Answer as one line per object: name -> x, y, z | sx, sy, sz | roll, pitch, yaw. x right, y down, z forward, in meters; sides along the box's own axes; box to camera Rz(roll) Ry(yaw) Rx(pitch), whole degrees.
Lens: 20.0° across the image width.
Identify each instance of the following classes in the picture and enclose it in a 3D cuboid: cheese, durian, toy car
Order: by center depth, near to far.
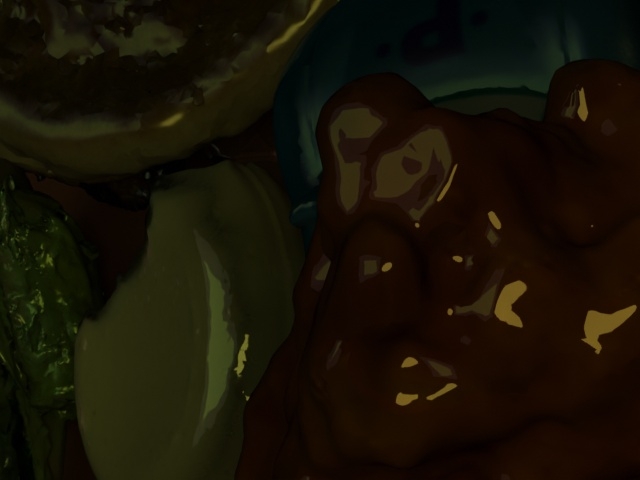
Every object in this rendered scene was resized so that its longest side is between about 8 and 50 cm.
toy car -> 0.065, 0.012, 0.713 | 0.198, 0.166, 0.314 | -13, 73, 25
cheese -> -0.050, 0.098, 0.846 | 0.163, 0.071, 0.249 | -36, 57, 45
durian -> -0.181, 0.045, 1.069 | 0.132, 0.106, 0.375 | 5, 112, 55

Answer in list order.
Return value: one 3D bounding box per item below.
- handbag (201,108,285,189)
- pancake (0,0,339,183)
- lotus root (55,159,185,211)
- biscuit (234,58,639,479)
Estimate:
handbag -> 0.000, 0.000, 0.906 | 0.157, 0.059, 0.212 | -3, 80, 49
pancake -> -0.095, -0.202, 0.922 | 0.356, 0.065, 0.356 | -7, 62, 14
lotus root -> -0.128, -0.139, 1.018 | 0.160, 0.146, 0.284 | -56, 42, 44
biscuit -> 0.128, 0.098, 0.534 | 0.110, 0.312, 0.318 | -91, 10, -52
